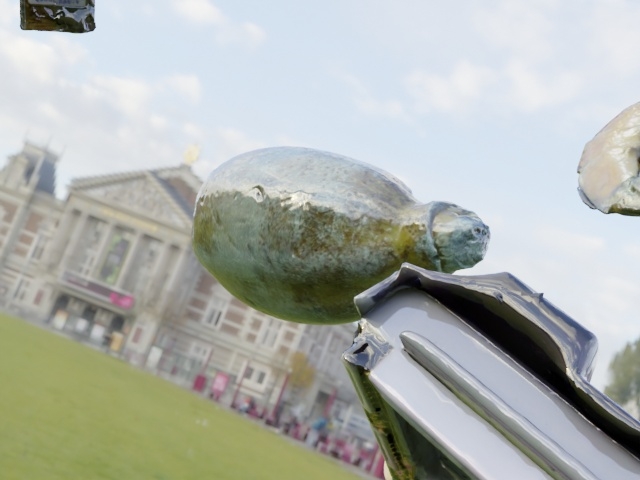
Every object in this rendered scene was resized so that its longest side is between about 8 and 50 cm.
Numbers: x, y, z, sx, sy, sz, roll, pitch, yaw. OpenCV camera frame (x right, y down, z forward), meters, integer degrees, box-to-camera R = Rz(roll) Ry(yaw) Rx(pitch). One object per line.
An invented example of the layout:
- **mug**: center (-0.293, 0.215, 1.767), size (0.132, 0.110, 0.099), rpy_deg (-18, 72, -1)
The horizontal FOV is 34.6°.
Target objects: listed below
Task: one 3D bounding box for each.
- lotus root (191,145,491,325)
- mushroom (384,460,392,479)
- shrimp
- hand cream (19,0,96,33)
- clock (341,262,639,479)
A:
- **lotus root**: center (0.000, 0.000, 0.888), size (0.140, 0.158, 0.322), rpy_deg (-21, 18, -33)
- **mushroom**: center (0.193, 0.333, 1.492), size (0.162, 0.236, 0.173), rpy_deg (22, 14, -12)
- **shrimp**: center (0.462, -0.095, 1.124), size (0.445, 0.272, 0.085), rpy_deg (21, -39, 58)
- **hand cream**: center (-0.205, -0.245, 0.807), size (0.062, 0.163, 0.039), rpy_deg (-3, 31, -23)
- **clock**: center (0.125, 0.130, 0.481), size (0.253, 0.083, 0.186), rpy_deg (40, -17, 33)
